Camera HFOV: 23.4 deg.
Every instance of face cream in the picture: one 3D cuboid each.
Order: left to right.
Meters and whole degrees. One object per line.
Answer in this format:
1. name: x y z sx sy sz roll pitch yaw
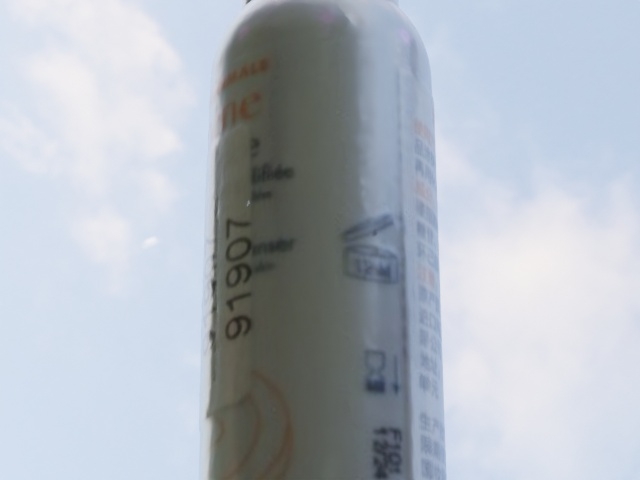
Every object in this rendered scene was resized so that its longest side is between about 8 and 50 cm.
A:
1. face cream: 0.000 0.000 0.523 0.082 0.082 0.269 -23 -121 41
